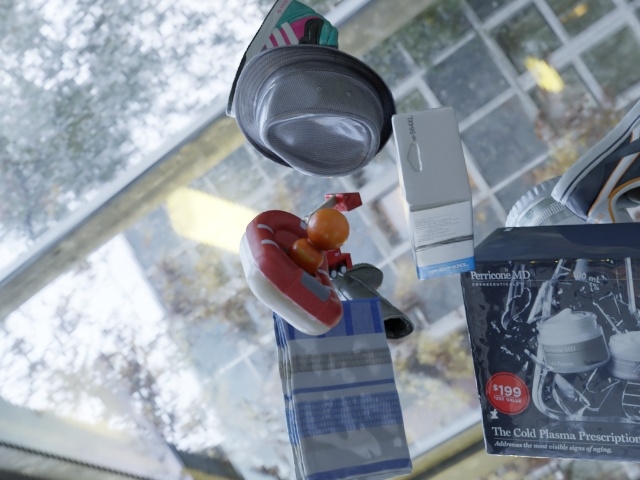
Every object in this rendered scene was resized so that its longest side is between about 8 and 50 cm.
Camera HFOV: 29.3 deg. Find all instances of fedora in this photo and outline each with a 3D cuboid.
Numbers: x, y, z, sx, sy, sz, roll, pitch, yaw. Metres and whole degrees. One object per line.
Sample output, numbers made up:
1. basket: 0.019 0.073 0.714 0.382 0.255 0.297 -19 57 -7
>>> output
1. fedora: -0.009 -0.191 2.020 0.275 0.243 0.124 15 -146 -11

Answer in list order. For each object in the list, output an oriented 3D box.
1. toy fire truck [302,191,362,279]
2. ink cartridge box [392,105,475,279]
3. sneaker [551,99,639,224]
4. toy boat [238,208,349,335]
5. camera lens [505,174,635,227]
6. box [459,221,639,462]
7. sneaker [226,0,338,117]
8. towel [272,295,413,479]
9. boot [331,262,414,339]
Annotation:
1. toy fire truck: 0.000 0.000 2.080 0.192 0.047 0.135 -22 -75 -42
2. ink cartridge box: 0.151 -0.060 1.619 0.203 0.086 0.148 76 -175 -63
3. sneaker: 0.522 -0.141 1.967 0.127 0.321 0.126 42 168 17
4. toy boat: -0.019 0.018 1.714 0.151 0.151 0.231 39 -170 -22
5. camera lens: 0.459 0.047 2.108 0.219 0.219 0.274 30 -152 -42
6. box: 0.405 0.145 1.788 0.179 0.343 0.312 -32 -65 -58
7. sneaker: -0.049 -0.321 2.307 0.178 0.124 0.295 24 -119 4
8. towel: 0.034 0.227 1.829 0.209 0.034 0.285 -2 -103 -34
9. boot: 0.109 0.117 2.361 0.190 0.076 0.208 -6 -156 -42
